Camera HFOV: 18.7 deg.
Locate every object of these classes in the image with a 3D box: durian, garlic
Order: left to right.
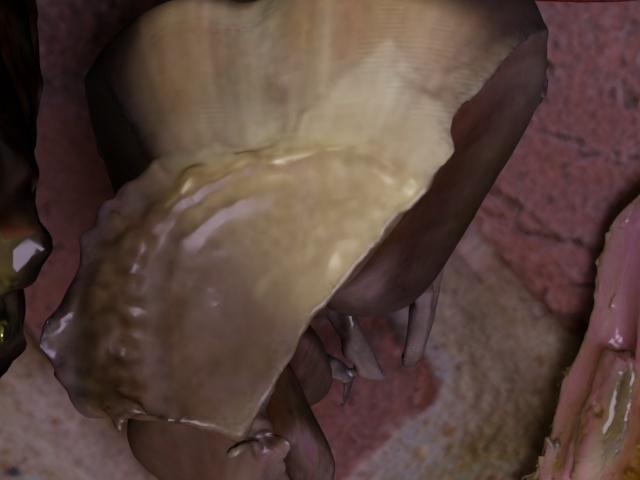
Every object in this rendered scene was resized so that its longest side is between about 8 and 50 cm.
[{"bbox_3d":[0.000,0.000,0.812,0.210,0.292,0.237,-7,92,11],"label":"garlic"},{"bbox_3d":[0.180,0.068,0.979,0.140,0.078,0.224,-6,117,-15],"label":"durian"}]

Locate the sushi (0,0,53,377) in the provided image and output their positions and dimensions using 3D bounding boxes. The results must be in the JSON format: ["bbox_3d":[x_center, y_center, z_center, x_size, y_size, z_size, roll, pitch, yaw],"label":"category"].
[{"bbox_3d":[-0.243,-0.021,0.678,0.281,0.294,0.299,21,116,-23],"label":"sushi"}]

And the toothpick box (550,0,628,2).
[{"bbox_3d":[0.085,-0.276,0.720,0.204,0.204,0.333,-3,116,-16],"label":"toothpick box"}]
